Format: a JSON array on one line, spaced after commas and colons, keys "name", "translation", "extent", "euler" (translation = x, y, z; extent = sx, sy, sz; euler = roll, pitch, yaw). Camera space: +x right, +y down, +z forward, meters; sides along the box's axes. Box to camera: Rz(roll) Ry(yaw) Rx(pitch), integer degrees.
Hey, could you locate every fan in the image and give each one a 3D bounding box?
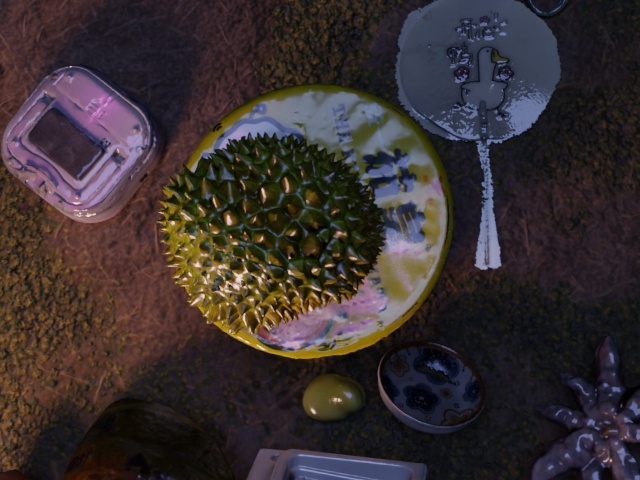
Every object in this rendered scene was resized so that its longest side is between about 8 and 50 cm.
[{"name": "fan", "translation": [0.224, -0.164, 1.405], "extent": [0.232, 0.012, 0.415], "euler": [-5, 76, 7]}]

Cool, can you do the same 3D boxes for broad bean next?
[{"name": "broad bean", "translation": [0.017, 0.204, 1.323], "extent": [0.083, 0.045, 0.063], "euler": [-9, 87, 11]}]

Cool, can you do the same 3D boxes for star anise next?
[{"name": "star anise", "translation": [0.356, 0.238, 1.249], "extent": [0.236, 0.093, 0.229], "euler": [-26, 63, 6]}]

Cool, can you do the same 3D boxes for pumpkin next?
[{"name": "pumpkin", "translation": [-0.197, 0.330, 1.234], "extent": [0.169, 0.148, 0.312], "euler": [-46, 77, 23]}]

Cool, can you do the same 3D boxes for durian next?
[{"name": "durian", "translation": [-0.058, -0.011, 1.060], "extent": [0.236, 0.176, 0.200], "euler": [-11, 55, 14]}]

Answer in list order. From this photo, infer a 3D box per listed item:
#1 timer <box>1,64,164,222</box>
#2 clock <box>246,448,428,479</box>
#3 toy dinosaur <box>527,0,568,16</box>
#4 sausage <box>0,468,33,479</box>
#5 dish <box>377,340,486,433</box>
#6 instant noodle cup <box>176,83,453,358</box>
[{"name": "timer", "translation": [-0.334, -0.138, 1.426], "extent": [0.208, 0.069, 0.191], "euler": [36, 85, 11]}, {"name": "clock", "translation": [0.006, 0.338, 1.176], "extent": [0.231, 0.262, 0.116], "euler": [9, 116, 8]}, {"name": "toy dinosaur", "translation": [0.379, -0.494, 1.440], "extent": [0.147, 0.076, 0.363], "euler": [-3, 76, 43]}, {"name": "sausage", "translation": [-0.271, 0.447, 1.265], "extent": [0.419, 0.094, 0.094], "euler": [42, 54, 13]}, {"name": "dish", "translation": [0.133, 0.205, 1.301], "extent": [0.141, 0.078, 0.141], "euler": [8, 42, -7]}, {"name": "instant noodle cup", "translation": [0.000, 0.000, 1.263], "extent": [0.325, 0.254, 0.326], "euler": [-1, 77, 5]}]
